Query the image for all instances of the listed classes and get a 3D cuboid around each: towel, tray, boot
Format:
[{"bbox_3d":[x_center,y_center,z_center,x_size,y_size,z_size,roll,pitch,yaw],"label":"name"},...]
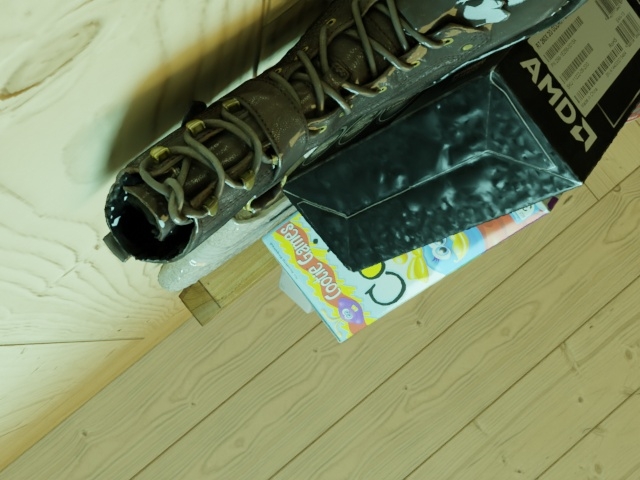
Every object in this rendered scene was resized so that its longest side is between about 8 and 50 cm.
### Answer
[{"bbox_3d":[-0.047,-0.048,1.145,0.282,0.049,0.187,-38,178,-40],"label":"towel"},{"bbox_3d":[-0.041,-0.027,1.688,0.411,0.076,0.203,-38,179,-19],"label":"tray"},{"bbox_3d":[0.006,-0.075,0.503,0.229,0.091,0.263,-39,-179,-28],"label":"boot"}]

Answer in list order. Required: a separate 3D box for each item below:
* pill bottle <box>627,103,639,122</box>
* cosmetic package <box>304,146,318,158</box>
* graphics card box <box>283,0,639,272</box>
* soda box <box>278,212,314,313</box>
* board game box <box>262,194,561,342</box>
[{"bbox_3d":[0.440,-0.323,1.419,0.210,0.210,0.363,-39,169,-19],"label":"pill bottle"},{"bbox_3d":[0.086,-0.151,0.988,0.239,0.060,0.099,-39,180,-33],"label":"cosmetic package"},{"bbox_3d":[0.156,-0.144,0.753,0.233,0.094,0.371,-23,-158,53],"label":"graphics card box"},{"bbox_3d":[0.000,0.000,1.533,0.069,0.074,0.216,-25,142,-38],"label":"soda box"},{"bbox_3d":[0.101,-0.037,1.070,0.275,0.142,0.144,-35,-177,33],"label":"board game box"}]
